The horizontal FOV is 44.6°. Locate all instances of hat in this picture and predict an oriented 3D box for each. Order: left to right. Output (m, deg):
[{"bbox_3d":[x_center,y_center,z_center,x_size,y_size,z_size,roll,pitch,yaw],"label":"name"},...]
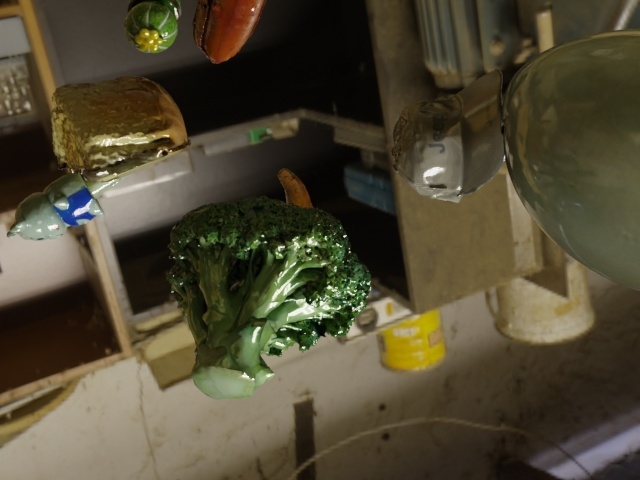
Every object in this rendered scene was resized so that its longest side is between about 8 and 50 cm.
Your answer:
[{"bbox_3d":[0.220,-0.195,1.375,0.149,0.214,0.244,1,161,-7],"label":"hat"}]

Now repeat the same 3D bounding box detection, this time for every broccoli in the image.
[{"bbox_3d":[-0.078,0.062,0.950,0.270,0.270,0.270,-3,-136,24],"label":"broccoli"}]

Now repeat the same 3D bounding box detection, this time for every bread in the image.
[{"bbox_3d":[-0.327,-0.186,1.287,0.204,0.162,0.262,-14,-164,-30],"label":"bread"}]

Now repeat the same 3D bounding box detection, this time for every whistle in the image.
[{"bbox_3d":[-0.435,-0.066,1.365,0.244,0.092,0.110,-30,179,-11],"label":"whistle"}]

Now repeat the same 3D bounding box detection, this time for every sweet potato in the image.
[{"bbox_3d":[-0.001,0.001,1.281,0.057,0.264,0.057,-33,-170,7],"label":"sweet potato"}]

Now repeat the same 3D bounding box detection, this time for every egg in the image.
[{"bbox_3d":[0.252,-0.059,0.594,0.253,0.186,0.187,40,-138,19],"label":"egg"}]

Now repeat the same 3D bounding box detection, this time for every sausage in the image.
[{"bbox_3d":[-0.112,-0.384,1.112,0.102,0.102,0.330,-25,162,-36],"label":"sausage"}]

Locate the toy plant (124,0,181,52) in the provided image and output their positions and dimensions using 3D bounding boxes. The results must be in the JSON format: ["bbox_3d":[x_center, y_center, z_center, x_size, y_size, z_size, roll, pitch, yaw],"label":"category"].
[{"bbox_3d":[-0.291,-0.385,1.355,0.093,0.092,0.162,-9,-136,7],"label":"toy plant"}]
